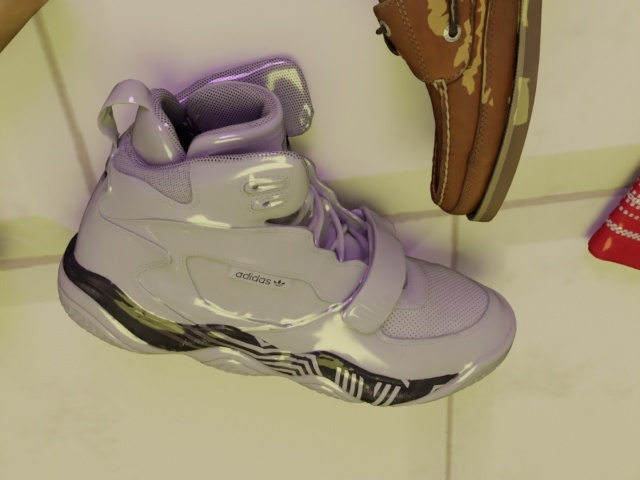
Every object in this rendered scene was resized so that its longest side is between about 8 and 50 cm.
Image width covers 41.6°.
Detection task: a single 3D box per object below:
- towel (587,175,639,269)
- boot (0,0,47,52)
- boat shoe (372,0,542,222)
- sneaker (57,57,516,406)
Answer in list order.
[{"bbox_3d":[0.367,-0.064,0.678,0.199,0.031,0.275,16,125,-17],"label":"towel"},{"bbox_3d":[-0.259,-0.082,0.554,0.236,0.089,0.269,34,118,-30],"label":"boot"},{"bbox_3d":[0.083,-0.153,0.528,0.104,0.110,0.307,1,121,-2],"label":"boat shoe"},{"bbox_3d":[0.000,0.000,0.618,0.366,0.137,0.210,11,131,-11],"label":"sneaker"}]
